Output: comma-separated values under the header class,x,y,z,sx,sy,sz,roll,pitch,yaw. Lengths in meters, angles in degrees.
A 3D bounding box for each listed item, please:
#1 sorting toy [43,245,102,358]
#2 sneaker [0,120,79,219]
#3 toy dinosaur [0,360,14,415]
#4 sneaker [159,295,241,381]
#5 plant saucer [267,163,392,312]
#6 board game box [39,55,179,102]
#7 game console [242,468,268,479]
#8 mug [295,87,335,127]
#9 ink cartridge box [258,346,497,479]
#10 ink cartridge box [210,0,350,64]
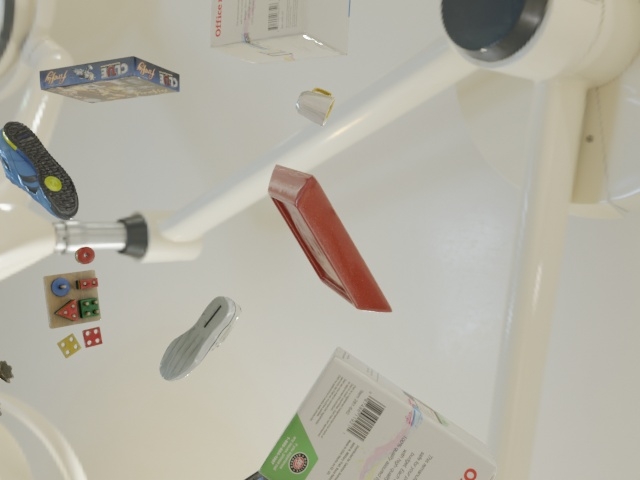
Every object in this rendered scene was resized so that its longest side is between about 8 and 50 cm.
class,x,y,z,sx,sy,sz,roll,pitch,yaw
sorting toy,-0.618,0.155,1.853,0.046,0.132,0.275,-7,-90,50
sneaker,-0.512,-0.112,1.318,0.082,0.069,0.209,-41,-96,34
toy dinosaur,-0.511,0.189,0.945,0.160,0.314,0.121,-26,-135,8
sneaker,-0.287,0.251,1.812,0.258,0.091,0.094,-46,-121,5
plant saucer,0.000,0.000,1.240,0.259,0.047,0.259,59,-9,-17
board game box,-0.450,-0.341,1.575,0.243,0.165,0.042,-2,-92,23
game console,-0.181,0.730,1.731,0.250,0.293,0.173,50,-46,19
mug,-0.011,-0.259,1.417,0.064,0.078,0.062,23,-71,2
ink cartridge box,0.084,0.319,1.073,0.278,0.117,0.201,33,-87,5
ink cartridge box,-0.080,-0.461,1.470,0.232,0.168,0.172,3,-91,32
